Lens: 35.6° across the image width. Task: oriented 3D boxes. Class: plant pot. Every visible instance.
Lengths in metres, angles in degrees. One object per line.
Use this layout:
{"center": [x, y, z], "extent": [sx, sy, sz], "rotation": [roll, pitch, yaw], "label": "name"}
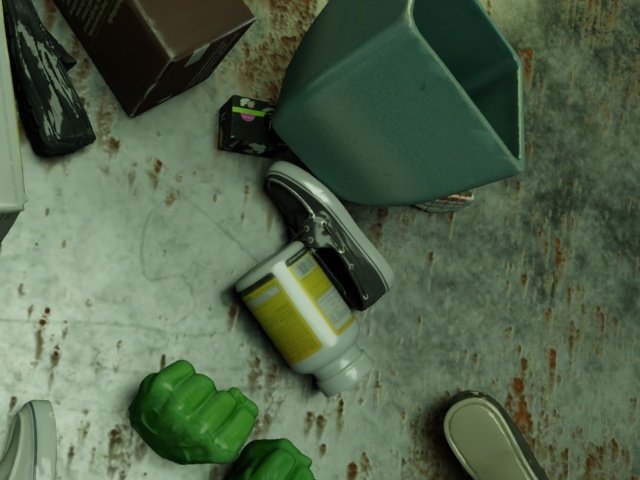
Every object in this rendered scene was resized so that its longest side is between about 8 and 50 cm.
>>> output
{"center": [0.085, -0.187, 1.254], "extent": [0.247, 0.252, 0.247], "rotation": [46, 35, -28], "label": "plant pot"}

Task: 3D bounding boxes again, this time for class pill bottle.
{"center": [-0.016, 0.100, 1.244], "extent": [0.103, 0.103, 0.184], "rotation": [-36, 93, -28], "label": "pill bottle"}

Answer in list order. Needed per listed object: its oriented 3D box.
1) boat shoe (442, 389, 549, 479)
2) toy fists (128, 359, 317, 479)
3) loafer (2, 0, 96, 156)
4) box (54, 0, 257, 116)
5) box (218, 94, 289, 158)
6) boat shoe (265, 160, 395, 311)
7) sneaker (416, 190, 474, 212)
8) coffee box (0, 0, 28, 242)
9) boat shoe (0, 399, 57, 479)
{"center": [0.262, 0.346, 1.308], "extent": [0.112, 0.095, 0.335], "rotation": [-26, 89, 11], "label": "boat shoe"}
{"center": [-0.095, 0.248, 1.145], "extent": [0.279, 0.142, 0.096], "rotation": [47, 62, -8], "label": "toy fists"}
{"center": [-0.333, -0.210, 1.196], "extent": [0.078, 0.076, 0.223], "rotation": [-19, 90, -33], "label": "loafer"}
{"center": [-0.257, -0.363, 1.203], "extent": [0.143, 0.191, 0.381], "rotation": [-32, 92, -28], "label": "box"}
{"center": [-0.086, -0.148, 1.305], "extent": [0.083, 0.052, 0.062], "rotation": [8, 73, -25], "label": "box"}
{"center": [0.000, 0.000, 1.298], "extent": [0.228, 0.080, 0.076], "rotation": [50, 60, -14], "label": "boat shoe"}
{"center": [0.145, -0.082, 1.394], "extent": [0.158, 0.061, 0.064], "rotation": [9, 66, -24], "label": "sneaker"}
{"center": [-0.488, -0.139, 0.951], "extent": [0.335, 0.338, 0.337], "rotation": [-5, 79, -26], "label": "coffee box"}
{"center": [-0.336, 0.292, 1.047], "extent": [0.084, 0.095, 0.258], "rotation": [14, 70, -26], "label": "boat shoe"}
